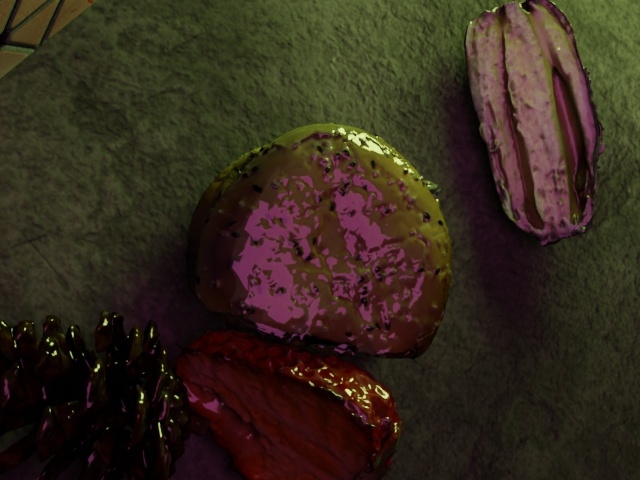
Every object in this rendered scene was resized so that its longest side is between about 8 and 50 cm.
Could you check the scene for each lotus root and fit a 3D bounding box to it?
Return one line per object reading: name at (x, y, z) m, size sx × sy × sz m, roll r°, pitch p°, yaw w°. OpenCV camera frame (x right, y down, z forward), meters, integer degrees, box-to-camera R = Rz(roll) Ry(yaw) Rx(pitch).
lotus root at (0.290, -0.157, 2.123) m, size 0.167 × 0.078 × 0.329 m, roll -9°, pitch 90°, yaw 4°

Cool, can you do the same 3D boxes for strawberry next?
strawberry at (-0.025, 0.219, 1.933) m, size 0.150 × 0.280 × 0.253 m, roll -46°, pitch 144°, yaw -44°

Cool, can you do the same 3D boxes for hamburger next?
hamburger at (0.000, 0.000, 1.945) m, size 0.318 × 0.195 × 0.276 m, roll 11°, pitch 84°, yaw -17°

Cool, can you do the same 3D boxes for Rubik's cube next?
Rubik's cube at (-0.420, -0.276, 1.849) m, size 0.233 × 0.228 × 0.228 m, roll -12°, pitch 134°, yaw 15°

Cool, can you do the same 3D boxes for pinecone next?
pinecone at (-0.279, 0.192, 1.812) m, size 0.309 × 0.244 × 0.244 m, roll 8°, pitch 83°, yaw -5°
